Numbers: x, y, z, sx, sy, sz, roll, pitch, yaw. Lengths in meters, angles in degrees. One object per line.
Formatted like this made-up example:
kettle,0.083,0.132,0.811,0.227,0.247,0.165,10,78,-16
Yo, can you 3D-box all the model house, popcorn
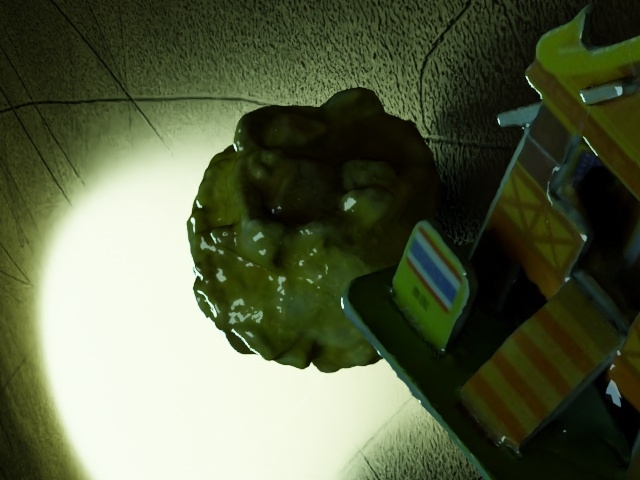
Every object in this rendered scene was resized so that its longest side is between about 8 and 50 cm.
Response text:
model house,0.222,0.022,0.948,0.357,0.242,0.313,54,143,32
popcorn,-0.001,-0.003,1.382,0.197,0.197,0.155,62,149,19
